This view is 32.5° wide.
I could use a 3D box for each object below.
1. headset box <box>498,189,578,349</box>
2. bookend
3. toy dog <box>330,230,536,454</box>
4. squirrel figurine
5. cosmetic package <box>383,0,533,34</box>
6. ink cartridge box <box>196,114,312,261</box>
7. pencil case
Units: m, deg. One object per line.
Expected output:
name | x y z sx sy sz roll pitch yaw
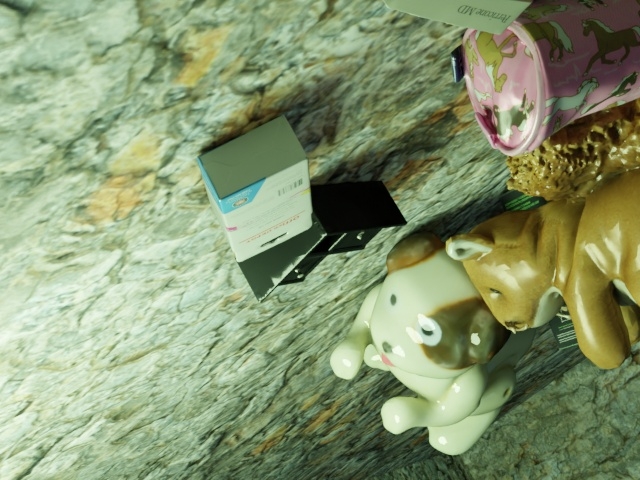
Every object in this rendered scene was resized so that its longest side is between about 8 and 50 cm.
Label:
headset box | 0.449 -0.004 1.742 0.246 0.283 0.131 -15 170 -34
bookend | 0.000 0.000 1.415 0.156 0.072 0.157 -7 151 -47
toy dog | 0.215 0.148 1.770 0.395 0.284 0.408 -32 158 5
squirrel figurine | 0.359 -0.035 1.461 0.370 0.397 0.281 1 -161 40
cosmetic package | 0.160 -0.305 0.809 0.153 0.129 0.296 -1 146 -43
ink cartridge box | -0.068 -0.052 1.212 0.104 0.061 0.181 -26 159 -9
pencil case | 0.341 -0.220 1.241 0.386 0.160 0.167 -21 -165 -24
